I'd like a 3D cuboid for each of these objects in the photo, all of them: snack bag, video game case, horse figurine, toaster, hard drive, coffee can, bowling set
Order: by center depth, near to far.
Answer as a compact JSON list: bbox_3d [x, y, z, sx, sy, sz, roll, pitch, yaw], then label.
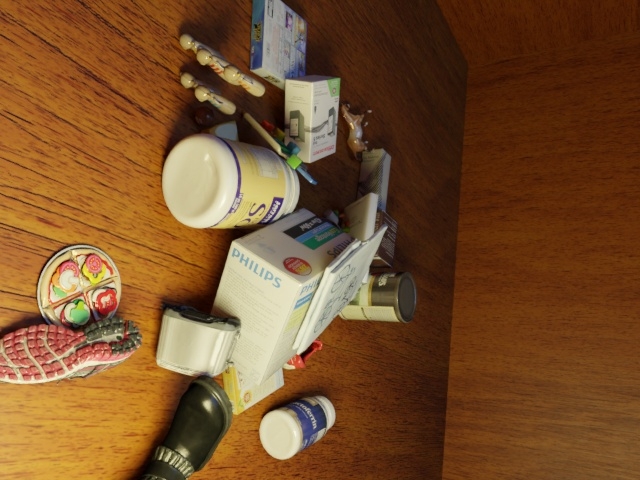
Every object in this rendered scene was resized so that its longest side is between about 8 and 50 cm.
[{"bbox_3d":[-0.318,0.252,1.321,0.129,0.227,0.146,15,88,-83],"label":"toaster"},{"bbox_3d":[-0.303,-0.409,1.408,0.154,0.287,0.199,21,104,-50],"label":"bowling set"},{"bbox_3d":[0.061,0.121,1.467,0.342,0.037,0.323,-38,155,-49],"label":"snack bag"},{"bbox_3d":[-0.139,-0.664,1.786,0.244,0.061,0.269,11,80,-57],"label":"video game case"},{"bbox_3d":[0.133,0.013,2.047,0.047,0.233,0.353,17,70,-21],"label":"hard drive"},{"bbox_3d":[0.225,0.227,2.121,0.201,0.275,0.201,7,82,-58],"label":"coffee can"},{"bbox_3d":[0.161,-0.457,2.252,0.174,0.066,0.263,-17,108,-48],"label":"horse figurine"}]

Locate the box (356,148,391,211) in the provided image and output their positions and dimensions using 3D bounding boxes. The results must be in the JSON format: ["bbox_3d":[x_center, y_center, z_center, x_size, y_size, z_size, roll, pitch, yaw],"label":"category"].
[{"bbox_3d":[0.235,-0.260,2.327,0.094,0.113,0.275,29,62,-53],"label":"box"}]

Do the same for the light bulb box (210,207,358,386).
[{"bbox_3d":[-0.106,0.145,1.491,0.358,0.225,0.361,-31,148,-56],"label":"light bulb box"}]

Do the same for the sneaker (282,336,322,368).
[{"bbox_3d":[-0.039,0.346,1.836,0.279,0.118,0.107,-57,135,-43],"label":"sneaker"}]

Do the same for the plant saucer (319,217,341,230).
[{"bbox_3d":[0.000,0.000,1.917,0.029,0.169,0.168,-130,-150,-78],"label":"plant saucer"}]

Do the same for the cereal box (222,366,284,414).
[{"bbox_3d":[-0.206,0.409,1.628,0.240,0.047,0.173,-14,100,-58],"label":"cereal box"}]

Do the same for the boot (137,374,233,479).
[{"bbox_3d":[-0.342,0.502,1.214,0.260,0.131,0.348,-34,148,-55],"label":"boot"}]

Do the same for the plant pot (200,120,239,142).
[{"bbox_3d":[-0.294,-0.295,1.503,0.083,0.081,0.081,-19,104,-45],"label":"plant pot"}]

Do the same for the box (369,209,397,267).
[{"bbox_3d":[0.210,-0.003,2.213,0.167,0.169,0.203,34,60,-54],"label":"box"}]

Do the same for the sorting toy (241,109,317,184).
[{"bbox_3d":[-0.126,-0.303,1.578,0.047,0.347,0.196,-47,156,8],"label":"sorting toy"}]

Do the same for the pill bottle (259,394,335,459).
[{"bbox_3d":[-0.068,0.608,1.742,0.265,0.153,0.153,1,88,-59],"label":"pill bottle"}]

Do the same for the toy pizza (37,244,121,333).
[{"bbox_3d":[-0.518,0.110,1.153,0.201,0.032,0.201,5,84,-58],"label":"toy pizza"}]

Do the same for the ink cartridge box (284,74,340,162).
[{"bbox_3d":[-0.030,-0.427,1.835,0.198,0.115,0.272,-34,133,-53],"label":"ink cartridge box"}]

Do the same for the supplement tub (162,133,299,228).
[{"bbox_3d":[-0.232,-0.150,1.434,0.331,0.241,0.241,0,89,-58],"label":"supplement tub"}]

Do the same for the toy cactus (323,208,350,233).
[{"bbox_3d":[0.047,-0.052,2.006,0.180,0.112,0.219,62,30,-48],"label":"toy cactus"}]

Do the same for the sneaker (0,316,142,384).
[{"bbox_3d":[-0.520,0.244,1.078,0.299,0.112,0.120,2,50,-47],"label":"sneaker"}]
